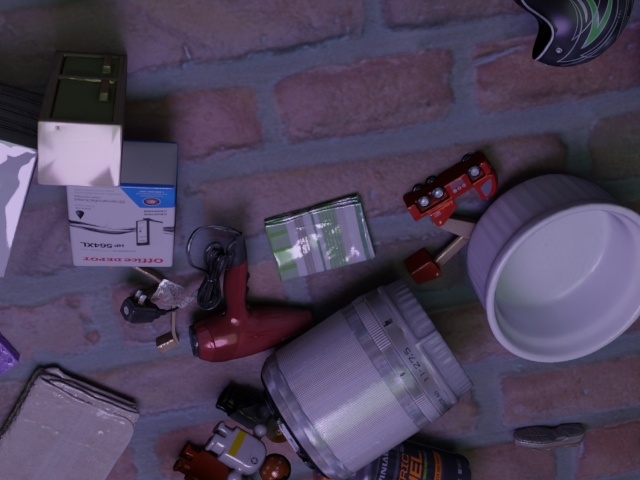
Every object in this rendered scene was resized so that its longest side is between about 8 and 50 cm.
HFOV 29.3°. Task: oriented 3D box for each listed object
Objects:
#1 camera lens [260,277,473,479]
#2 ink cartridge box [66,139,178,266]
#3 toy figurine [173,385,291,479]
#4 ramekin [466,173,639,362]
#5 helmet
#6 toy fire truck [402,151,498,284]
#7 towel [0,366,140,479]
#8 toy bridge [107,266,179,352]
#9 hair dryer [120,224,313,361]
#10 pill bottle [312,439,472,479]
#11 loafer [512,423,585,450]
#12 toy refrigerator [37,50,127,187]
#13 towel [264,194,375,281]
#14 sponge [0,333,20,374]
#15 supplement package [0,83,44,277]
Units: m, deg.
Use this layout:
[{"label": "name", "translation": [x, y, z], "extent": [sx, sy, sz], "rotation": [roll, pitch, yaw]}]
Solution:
[{"label": "camera lens", "translation": [0.064, 0.212, 1.856], "extent": [0.274, 0.219, 0.219], "rotation": [-34, 116, 2]}, {"label": "ink cartridge box", "translation": [-0.275, -0.049, 1.713], "extent": [0.148, 0.085, 0.203], "rotation": [1, 146, -7]}, {"label": "toy figurine", "translation": [-0.132, 0.357, 1.917], "extent": [0.148, 0.213, 0.209], "rotation": [32, 104, -8]}, {"label": "ramekin", "translation": [0.354, 0.034, 1.839], "extent": [0.277, 0.135, 0.277], "rotation": [-9, 123, -14]}, {"label": "helmet", "translation": [0.341, -0.323, 1.663], "extent": [0.169, 0.169, 0.161], "rotation": [-34, 100, 10]}, {"label": "toy fire truck", "translation": [0.195, -0.033, 1.854], "extent": [0.192, 0.047, 0.135], "rotation": [-31, 117, 7]}, {"label": "towel", "translation": [-0.426, 0.338, 1.961], "extent": [0.187, 0.049, 0.282], "rotation": [28, 111, -18]}, {"label": "toy bridge", "translation": [-0.259, 0.084, 1.865], "extent": [0.063, 0.026, 0.188], "rotation": [-25, 117, 3]}, {"label": "hair dryer", "translation": [-0.126, 0.100, 1.827], "extent": [0.294, 0.080, 0.224], "rotation": [23, 128, -41]}, {"label": "pill bottle", "translation": [0.114, 0.387, 2.010], "extent": [0.246, 0.130, 0.130], "rotation": [17, 113, -16]}, {"label": "loafer", "translation": [0.386, 0.339, 2.073], "extent": [0.125, 0.045, 0.039], "rotation": [-5, 124, -8]}, {"label": "toy refrigerator", "translation": [-0.305, -0.166, 1.594], "extent": [0.102, 0.269, 0.094], "rotation": [3, 116, -8]}, {"label": "towel", "translation": [0.000, 0.000, 1.859], "extent": [0.152, 0.023, 0.113], "rotation": [-15, 117, 1]}, {"label": "sponge", "translation": [-0.565, 0.136, 1.847], "extent": [0.117, 0.031, 0.210], "rotation": [-31, 116, 8]}, {"label": "supplement package", "translation": [-0.463, -0.094, 1.648], "extent": [0.149, 0.203, 0.194], "rotation": [16, 113, -14]}]
